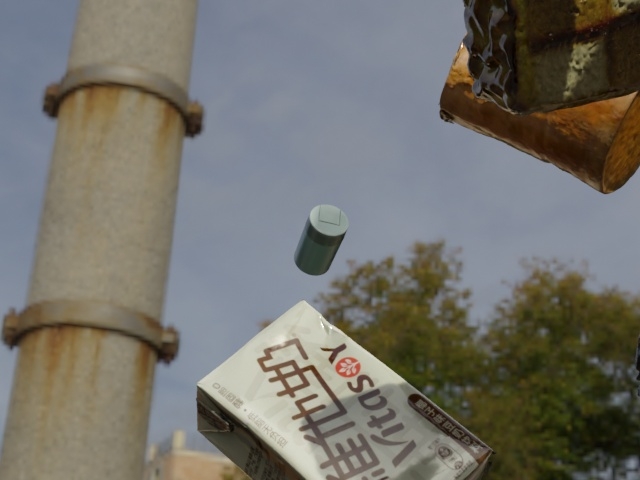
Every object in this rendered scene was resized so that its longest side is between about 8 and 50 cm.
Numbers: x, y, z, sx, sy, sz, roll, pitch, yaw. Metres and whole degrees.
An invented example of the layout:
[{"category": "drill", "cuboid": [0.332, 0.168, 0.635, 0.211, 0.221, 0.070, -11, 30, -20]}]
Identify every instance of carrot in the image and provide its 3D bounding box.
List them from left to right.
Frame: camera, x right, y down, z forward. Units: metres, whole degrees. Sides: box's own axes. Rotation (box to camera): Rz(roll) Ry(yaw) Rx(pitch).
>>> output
[{"category": "carrot", "cuboid": [0.292, -0.187, 1.521, 0.254, 0.196, 0.196, 27, -16, 25]}]

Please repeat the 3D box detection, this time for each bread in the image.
[{"category": "bread", "cuboid": [0.239, -0.211, 1.108, 0.222, 0.096, 0.182, -13, -65, -21]}]

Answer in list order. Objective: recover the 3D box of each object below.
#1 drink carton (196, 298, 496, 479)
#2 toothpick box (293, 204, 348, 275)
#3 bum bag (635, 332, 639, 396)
[{"category": "drink carton", "cuboid": [0.026, 0.246, 1.497, 0.324, 0.194, 0.132, 37, -34, 23]}, {"category": "toothpick box", "cuboid": [0.000, 0.000, 1.542, 0.052, 0.052, 0.083, 9, -41, -13]}, {"category": "bum bag", "cuboid": [0.264, 0.053, 0.829, 0.107, 0.060, 0.232, -53, -22, 17]}]
